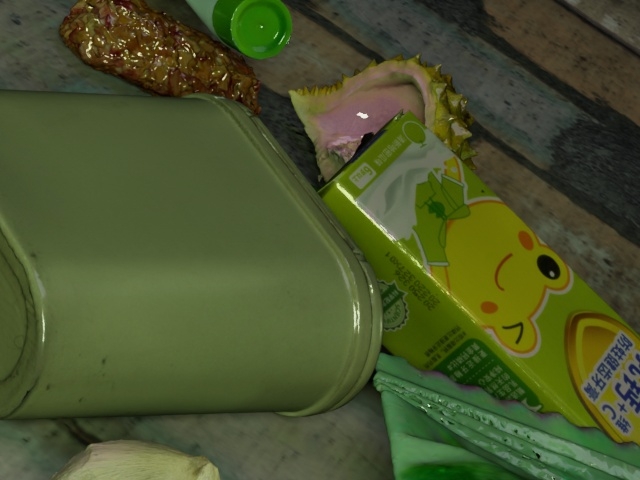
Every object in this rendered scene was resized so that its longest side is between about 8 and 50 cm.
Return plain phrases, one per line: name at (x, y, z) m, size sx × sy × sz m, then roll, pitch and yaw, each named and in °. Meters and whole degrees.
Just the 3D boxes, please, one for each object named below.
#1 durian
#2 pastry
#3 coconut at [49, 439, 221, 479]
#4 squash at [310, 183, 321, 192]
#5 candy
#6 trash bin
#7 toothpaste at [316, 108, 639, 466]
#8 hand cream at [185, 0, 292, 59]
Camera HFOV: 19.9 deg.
durian at (0.057, -0.053, 1.411) m, size 0.132 × 0.165 × 0.182 m, roll -17°, pitch 15°, yaw -9°
pastry at (-0.113, -0.140, 1.389) m, size 0.169 × 0.063 × 0.087 m, roll 24°, pitch 24°, yaw -21°
coconut at (-0.087, 0.147, 0.856) m, size 0.110 × 0.124 × 0.110 m, roll 28°, pitch 25°, yaw -14°
squash at (0.000, 0.000, 1.271) m, size 0.219 × 0.068 × 0.077 m, roll 25°, pitch 35°, yaw -17°
candy at (0.132, 0.194, 0.963) m, size 0.263 × 0.172 × 0.398 m, roll 30°, pitch 29°, yaw -7°
trash bin at (-0.119, 0.003, 1.079) m, size 0.247 × 0.121 × 0.243 m, roll 2°, pitch 40°, yaw -43°
toothpaste at (0.125, 0.064, 1.206) m, size 0.327 × 0.077 × 0.110 m, roll 45°, pitch 41°, yaw 0°
hand cream at (-0.094, -0.194, 1.452) m, size 0.079 × 0.050 × 0.275 m, roll 49°, pitch -6°, yaw -27°
